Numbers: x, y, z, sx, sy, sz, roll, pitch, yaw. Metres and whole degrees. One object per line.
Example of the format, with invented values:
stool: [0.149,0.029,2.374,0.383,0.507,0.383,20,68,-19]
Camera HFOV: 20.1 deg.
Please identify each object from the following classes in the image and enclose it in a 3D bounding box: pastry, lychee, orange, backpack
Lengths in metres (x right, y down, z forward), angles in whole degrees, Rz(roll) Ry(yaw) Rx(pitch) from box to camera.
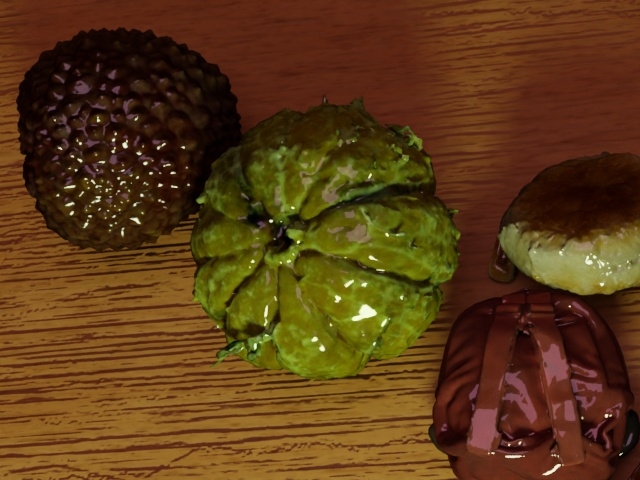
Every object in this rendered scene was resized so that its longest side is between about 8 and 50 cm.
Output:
pastry: [0.291,-0.016,1.935,0.182,0.093,0.192,9,39,28]
lychee: [-0.214,-0.120,2.040,0.267,0.267,0.267,-5,66,10]
orange: [0.000,0.000,1.942,0.300,0.223,0.301,-23,76,17]
backpack: [0.218,0.152,1.880,0.229,0.139,0.229,-5,65,10]

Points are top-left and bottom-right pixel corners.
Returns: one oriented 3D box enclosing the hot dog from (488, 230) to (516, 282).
hot dog: [0.211,0.002,2.008,0.030,0.034,0.090,15,70,18]

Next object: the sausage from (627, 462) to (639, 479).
sausage: [0.341,0.282,1.820,0.102,0.102,0.330,36,77,24]
